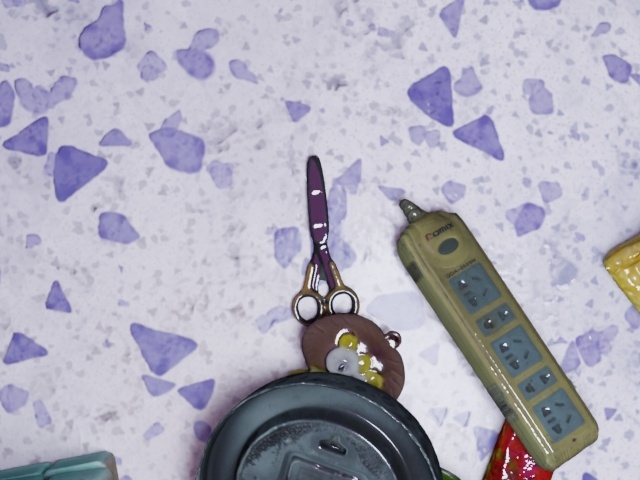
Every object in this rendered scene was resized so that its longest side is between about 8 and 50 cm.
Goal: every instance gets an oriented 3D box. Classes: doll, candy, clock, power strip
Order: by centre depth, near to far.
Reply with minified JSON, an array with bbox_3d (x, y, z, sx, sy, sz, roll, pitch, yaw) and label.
[{"bbox_3d":[0.001,0.312,1.694,0.312,0.061,0.313,4,105,13],"label":"clock"},{"bbox_3d":[0.213,0.106,1.722,0.092,0.066,0.388,-30,80,-21],"label":"power strip"},{"bbox_3d":[0.026,0.179,1.734,0.145,0.096,0.188,32,100,1],"label":"doll"},{"bbox_3d":[0.253,0.303,1.757,0.086,0.059,0.292,20,90,-3],"label":"candy"}]

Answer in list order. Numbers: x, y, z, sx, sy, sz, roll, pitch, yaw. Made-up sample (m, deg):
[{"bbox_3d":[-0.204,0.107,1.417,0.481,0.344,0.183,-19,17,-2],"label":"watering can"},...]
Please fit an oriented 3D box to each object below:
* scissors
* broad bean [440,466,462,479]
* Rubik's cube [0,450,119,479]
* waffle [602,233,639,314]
[{"bbox_3d":[0.000,0.000,1.767,0.088,0.017,0.220,-5,90,1],"label":"scissors"},{"bbox_3d":[0.158,0.369,1.722,0.144,0.049,0.292,-35,81,18],"label":"broad bean"},{"bbox_3d":[-0.383,0.446,1.605,0.321,0.316,0.319,-10,90,-4],"label":"Rubik's cube"},{"bbox_3d":[0.510,0.051,1.705,0.248,0.055,0.221,-35,93,38],"label":"waffle"}]
